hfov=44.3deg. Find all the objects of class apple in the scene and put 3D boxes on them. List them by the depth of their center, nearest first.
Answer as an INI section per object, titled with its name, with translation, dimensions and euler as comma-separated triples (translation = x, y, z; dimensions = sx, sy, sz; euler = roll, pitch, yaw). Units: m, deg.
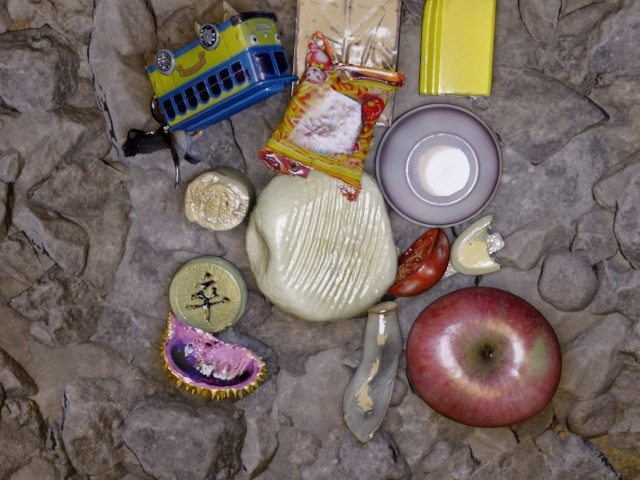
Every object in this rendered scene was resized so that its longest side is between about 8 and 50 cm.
[apple]
translation = 0.360, 0.260, 1.762
dimensions = 0.345, 0.269, 0.344
euler = 0, 80, 1

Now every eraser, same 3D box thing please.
[eraser]
translation = 0.300, -0.425, 1.735
dimensions = 0.158, 0.069, 0.225
euler = 1, 99, 1

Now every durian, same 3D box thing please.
[durian]
translation = -0.259, 0.302, 1.848
dimensions = 0.261, 0.186, 0.153
euler = 20, 70, 0

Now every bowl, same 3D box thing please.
[bowl]
translation = 0.263, -0.162, 1.746
dimensions = 0.287, 0.144, 0.286
euler = 1, 100, 5

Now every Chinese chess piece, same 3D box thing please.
[Chinese chess piece]
translation = -0.265, 0.129, 1.863
dimensions = 0.189, 0.083, 0.188
euler = 1, 101, 6

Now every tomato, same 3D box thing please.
[tomato]
translation = 0.229, 0.065, 1.784
dimensions = 0.082, 0.166, 0.174
euler = 38, 137, -12

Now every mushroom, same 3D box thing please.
[mushroom]
translation = 0.127, 0.310, 1.864
dimensions = 0.110, 0.097, 0.351
euler = 14, 96, -1

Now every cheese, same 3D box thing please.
[cheese]
translation = 0.320, 0.044, 1.823
dimensions = 0.235, 0.050, 0.127
euler = -28, 94, 13

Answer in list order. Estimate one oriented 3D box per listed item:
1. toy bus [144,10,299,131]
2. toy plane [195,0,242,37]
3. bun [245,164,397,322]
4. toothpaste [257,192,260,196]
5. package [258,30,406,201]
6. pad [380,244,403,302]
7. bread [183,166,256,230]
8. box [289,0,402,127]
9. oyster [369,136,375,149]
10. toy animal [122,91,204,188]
[toy bus]
translation = -0.206, -0.346, 1.625
dimensions = 0.288, 0.138, 0.175
euler = -18, 94, 36
[toy plane]
translation = -0.195, -0.390, 1.751
dimensions = 0.251, 0.101, 0.255
euler = 34, 121, 34
[bun]
translation = 0.000, 0.000, 1.744
dimensions = 0.353, 0.227, 0.348
euler = 19, 91, -21
[toothpaste]
translation = -0.118, -0.045, 1.854
dimensions = 0.037, 0.021, 0.139
euler = -10, 97, -1
[package]
translation = 0.029, -0.244, 1.580
dimensions = 0.224, 0.108, 0.288
euler = 24, 107, -7
[pad]
translation = 0.151, 0.064, 1.863
dimensions = 0.112, 0.003, 0.157
euler = -37, 95, 9
[bread]
translation = -0.227, -0.097, 1.791
dimensions = 0.148, 0.141, 0.133
euler = 7, 101, 2
[box]
translation = 0.053, -0.393, 1.699
dimensions = 0.225, 0.190, 0.296
euler = 4, 101, 2
[oyster]
translation = 0.043, -0.208, 1.754
dimensions = 0.191, 0.163, 0.081
euler = -17, 82, -19
[toy animal]
translation = -0.343, -0.245, 1.773
dimensions = 0.273, 0.160, 0.197
euler = 19, 112, 39
